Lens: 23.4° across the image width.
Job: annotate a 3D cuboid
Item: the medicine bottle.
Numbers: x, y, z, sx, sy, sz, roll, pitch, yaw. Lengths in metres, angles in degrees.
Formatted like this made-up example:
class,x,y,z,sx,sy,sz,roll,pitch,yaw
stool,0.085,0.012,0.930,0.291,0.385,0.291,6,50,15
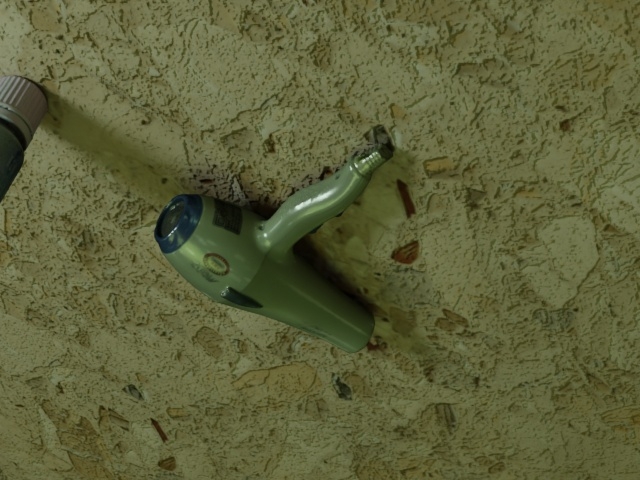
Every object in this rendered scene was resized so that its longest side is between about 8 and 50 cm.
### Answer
class,x,y,z,sx,sy,sz,roll,pitch,yaw
medicine bottle,-0.369,-0.092,1.697,0.083,0.203,0.083,15,143,12

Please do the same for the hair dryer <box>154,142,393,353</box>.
class,x,y,z,sx,sy,sz,roll,pitch,yaw
hair dryer,0.000,0.026,1.766,0.298,0.119,0.296,-16,137,23
